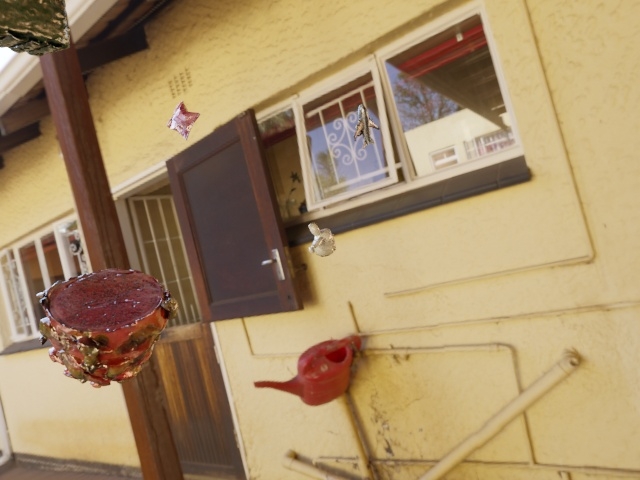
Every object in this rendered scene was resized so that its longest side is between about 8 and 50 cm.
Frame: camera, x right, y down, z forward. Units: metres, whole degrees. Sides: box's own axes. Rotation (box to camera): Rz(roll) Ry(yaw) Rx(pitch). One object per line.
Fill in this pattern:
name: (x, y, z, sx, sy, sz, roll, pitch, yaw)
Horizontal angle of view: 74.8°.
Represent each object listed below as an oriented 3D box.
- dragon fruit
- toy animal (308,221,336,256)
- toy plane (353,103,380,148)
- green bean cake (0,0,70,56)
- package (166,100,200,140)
dragon fruit: (-0.555, 0.246, 1.118, 0.314, 0.263, 0.296, 24, 32, 28)
toy animal: (0.006, -0.001, 1.195, 0.085, 0.071, 0.124, -6, -18, -9)
toy plane: (0.088, -0.228, 0.835, 0.031, 0.083, 0.078, 2, 27, 47)
green bean cake: (-0.592, -0.465, 0.776, 0.107, 0.208, 0.193, 1, 8, 33)
package: (-0.257, -0.226, 0.790, 0.083, 0.059, 0.029, 38, 10, 37)
